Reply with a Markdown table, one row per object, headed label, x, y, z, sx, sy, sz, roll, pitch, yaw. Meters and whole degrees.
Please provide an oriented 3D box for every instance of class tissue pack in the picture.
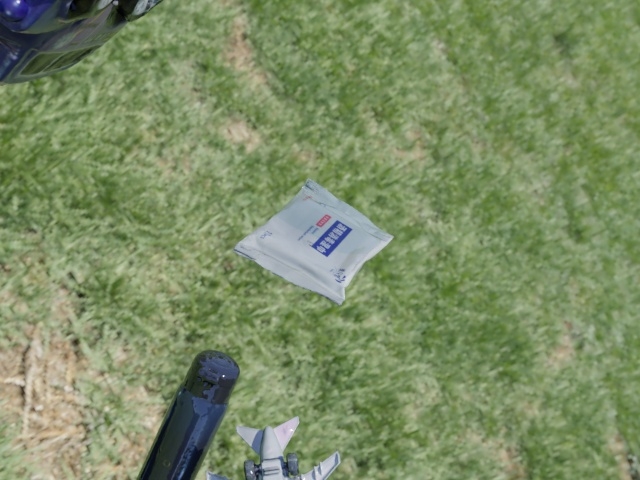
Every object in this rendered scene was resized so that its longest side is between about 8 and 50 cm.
| label | x | y | z | sx | sy | sz | roll | pitch | yaw |
| --- | --- | --- | --- | --- | --- | --- | --- | --- | --- |
| tissue pack | 0.000 | 0.000 | 1.013 | 0.122 | 0.026 | 0.193 | 28 | 31 | 9 |

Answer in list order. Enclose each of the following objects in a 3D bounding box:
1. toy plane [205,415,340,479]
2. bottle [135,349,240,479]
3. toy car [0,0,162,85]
| label | x | y | z | sx | sy | sz | roll | pitch | yaw |
| --- | --- | --- | --- | --- | --- | --- | --- | --- | --- |
| toy plane | -0.053 | 0.291 | 1.106 | 0.065 | 0.162 | 0.171 | 83 | -2 | -50 |
| bottle | -0.178 | 0.259 | 1.233 | 0.072 | 0.244 | 0.082 | 27 | 13 | 8 |
| toy car | -0.215 | -0.194 | 0.656 | 0.172 | 0.158 | 0.235 | 43 | 15 | -6 |
